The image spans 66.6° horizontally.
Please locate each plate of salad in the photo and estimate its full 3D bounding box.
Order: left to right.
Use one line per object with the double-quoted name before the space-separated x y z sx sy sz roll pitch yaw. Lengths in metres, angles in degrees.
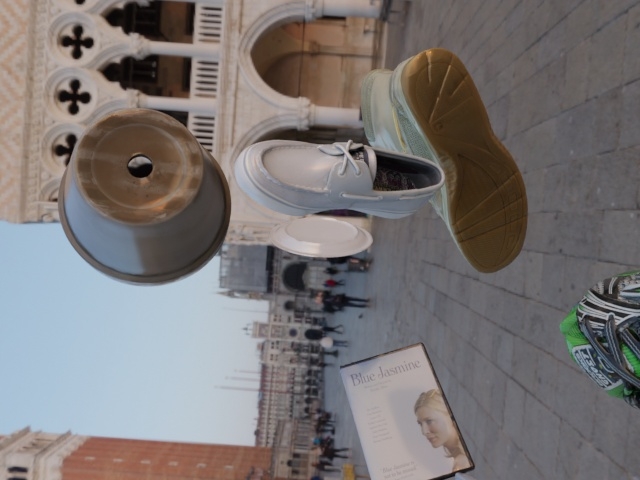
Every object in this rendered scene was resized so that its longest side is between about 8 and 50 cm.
"plate of salad" 0.000 0.000 0.935 0.200 0.200 0.048 -85 -2 -67

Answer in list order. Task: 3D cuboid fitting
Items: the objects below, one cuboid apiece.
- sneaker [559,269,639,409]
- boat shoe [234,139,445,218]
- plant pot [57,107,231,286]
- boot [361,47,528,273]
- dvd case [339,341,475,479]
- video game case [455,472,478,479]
"sneaker" 0.243 0.066 0.291 0.134 0.146 0.343 65 -169 17
"boat shoe" 0.024 -0.053 0.398 0.063 0.184 0.066 -36 51 51
"plant pot" -0.311 -0.091 0.863 0.280 0.323 0.323 144 132 -71
"boot" 0.140 -0.097 0.604 0.262 0.095 0.203 59 177 -18
"dvd case" 0.154 0.329 0.921 0.022 0.180 0.253 75 178 -50
"video game case" 0.166 0.355 0.520 0.190 0.022 0.173 87 -167 -73
